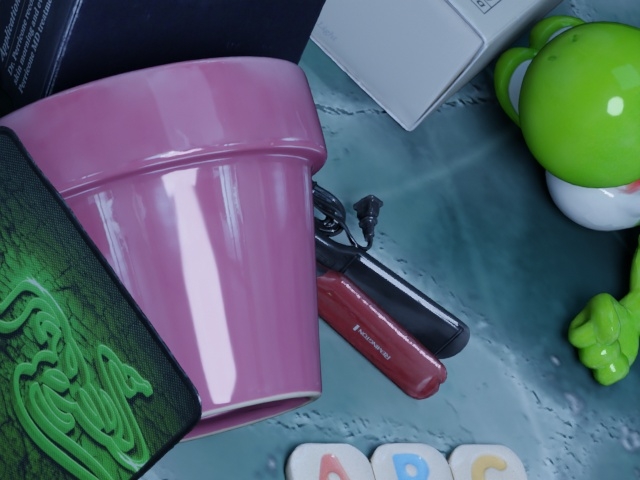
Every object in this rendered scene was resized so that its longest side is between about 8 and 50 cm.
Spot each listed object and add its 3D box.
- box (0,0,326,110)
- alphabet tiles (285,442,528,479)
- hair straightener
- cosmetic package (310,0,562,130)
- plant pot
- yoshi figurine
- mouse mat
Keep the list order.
[{"bbox_3d":[-0.111,-0.292,1.143,0.179,0.343,0.312,-9,49,-37],"label":"box"},{"bbox_3d":[0.084,0.241,1.148,0.284,0.021,0.278,4,56,-30],"label":"alphabet tiles"},{"bbox_3d":[0.000,0.000,1.261,0.230,0.047,0.089,37,46,2],"label":"hair straightener"},{"bbox_3d":[0.114,-0.227,1.444,0.160,0.113,0.309,46,47,5],"label":"cosmetic package"},{"bbox_3d":[-0.083,0.016,1.101,0.201,0.201,0.180,-7,78,-36],"label":"plant pot"},{"bbox_3d":[0.248,-0.013,1.323,0.362,0.203,0.203,46,54,12],"label":"yoshi figurine"},{"bbox_3d":[-0.154,0.054,1.043,0.190,0.152,0.007,53,34,11],"label":"mouse mat"}]
